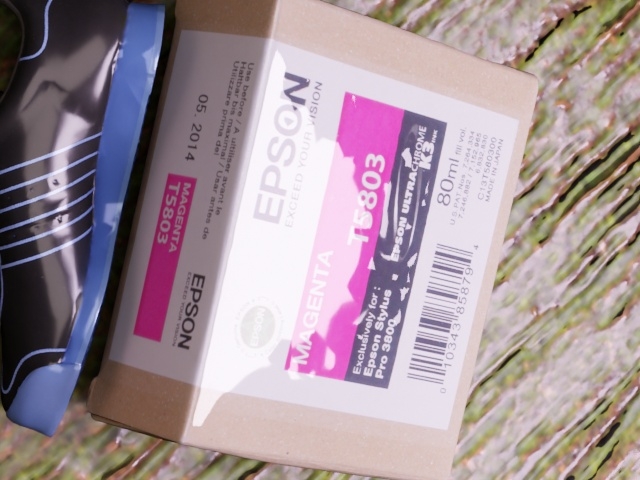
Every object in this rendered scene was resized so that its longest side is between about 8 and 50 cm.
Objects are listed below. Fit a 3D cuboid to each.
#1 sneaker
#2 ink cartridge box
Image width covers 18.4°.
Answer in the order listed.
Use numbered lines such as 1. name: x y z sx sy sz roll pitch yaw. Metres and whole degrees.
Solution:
1. sneaker: -0.145 -0.020 1.011 0.090 0.081 0.232 13 92 -6
2. ink cartridge box: 0.000 0.000 1.044 0.193 0.088 0.234 13 89 -41
